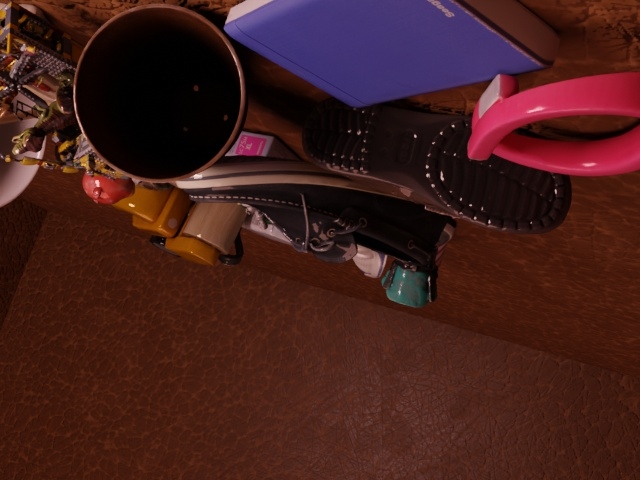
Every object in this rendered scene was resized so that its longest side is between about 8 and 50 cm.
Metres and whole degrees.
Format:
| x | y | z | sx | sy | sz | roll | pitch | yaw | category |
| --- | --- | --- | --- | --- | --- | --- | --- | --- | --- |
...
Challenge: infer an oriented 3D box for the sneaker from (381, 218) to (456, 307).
| x | y | z | sx | sy | sz | roll | pitch | yaw | category |
| --- | --- | --- | --- | --- | --- | --- | --- | --- | --- |
| 0.197 | 0.045 | 1.605 | 0.123 | 0.179 | 0.295 | 16 | 170 | 12 | sneaker |

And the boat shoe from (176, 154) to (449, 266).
| x | y | z | sx | sy | sz | roll | pitch | yaw | category |
| --- | --- | --- | --- | --- | --- | --- | --- | --- | --- |
| 0.006 | -0.043 | 1.234 | 0.499 | 0.156 | 0.186 | 8 | -177 | -34 | boat shoe |

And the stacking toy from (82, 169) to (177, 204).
| x | y | z | sx | sy | sz | roll | pitch | yaw | category |
| --- | --- | --- | --- | --- | --- | --- | --- | --- | --- |
| -0.343 | -0.123 | 1.467 | 0.279 | 0.131 | 0.309 | 22 | 170 | -1 | stacking toy |

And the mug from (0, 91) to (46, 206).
| x | y | z | sx | sy | sz | roll | pitch | yaw | category |
| --- | --- | --- | --- | --- | --- | --- | --- | --- | --- |
| -0.754 | -0.244 | 1.612 | 0.328 | 0.276 | 0.374 | 19 | -158 | 26 | mug |

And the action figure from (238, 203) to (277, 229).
| x | y | z | sx | sy | sz | roll | pitch | yaw | category |
| --- | --- | --- | --- | --- | --- | --- | --- | --- | --- |
| -0.115 | -0.063 | 1.552 | 0.232 | 0.063 | 0.137 | 34 | -171 | -41 | action figure |

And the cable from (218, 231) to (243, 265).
| x | y | z | sx | sy | sz | roll | pitch | yaw | category |
| --- | --- | --- | --- | --- | --- | --- | --- | --- | --- |
| -0.232 | -0.020 | 1.980 | 0.139 | 0.072 | 0.287 | 13 | -143 | -30 | cable |

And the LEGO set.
| x | y | z | sx | sy | sz | roll | pitch | yaw | category |
| --- | --- | --- | --- | --- | --- | --- | --- | --- | --- |
| -0.391 | -0.166 | 1.103 | 0.254 | 0.192 | 0.331 | -20 | 151 | 23 | LEGO set |

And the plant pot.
| x | y | z | sx | sy | sz | roll | pitch | yaw | category |
| --- | --- | --- | --- | --- | --- | --- | --- | --- | --- |
| -0.186 | -0.185 | 1.051 | 0.215 | 0.216 | 0.230 | 17 | -175 | 4 | plant pot |

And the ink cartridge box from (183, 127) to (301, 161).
| x | y | z | sx | sy | sz | roll | pitch | yaw | category |
| --- | --- | --- | --- | --- | --- | --- | --- | --- | --- |
| -0.187 | -0.165 | 1.496 | 0.311 | 0.065 | 0.186 | 11 | 168 | 26 | ink cartridge box |

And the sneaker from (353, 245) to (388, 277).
| x | y | z | sx | sy | sz | roll | pitch | yaw | category |
| --- | --- | --- | --- | --- | --- | --- | --- | --- | --- |
| 0.068 | -0.035 | 1.620 | 0.182 | 0.128 | 0.315 | 21 | 165 | 10 | sneaker |

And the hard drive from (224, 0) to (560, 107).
| x | y | z | sx | sy | sz | roll | pitch | yaw | category |
| --- | --- | --- | --- | --- | --- | --- | --- | --- | --- |
| 0.058 | -0.218 | 0.817 | 0.210 | 0.040 | 0.318 | 24 | 169 | -30 | hard drive |

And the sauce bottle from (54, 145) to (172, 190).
| x | y | z | sx | sy | sz | roll | pitch | yaw | category |
| --- | --- | --- | --- | --- | --- | --- | --- | --- | --- |
| -0.471 | -0.187 | 1.760 | 0.344 | 0.112 | 0.111 | 14 | 169 | 34 | sauce bottle |

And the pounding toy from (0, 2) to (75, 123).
| x | y | z | sx | sy | sz | roll | pitch | yaw | category |
| --- | --- | --- | --- | --- | --- | --- | --- | --- | --- |
| -0.436 | -0.242 | 1.234 | 0.154 | 0.155 | 0.269 | 17 | 167 | 12 | pounding toy |

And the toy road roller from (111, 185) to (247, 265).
| x | y | z | sx | sy | sz | roll | pitch | yaw | category |
| --- | --- | --- | --- | --- | --- | --- | --- | --- | --- |
| -0.344 | -0.085 | 1.825 | 0.240 | 0.203 | 0.329 | 33 | 165 | -34 | toy road roller |

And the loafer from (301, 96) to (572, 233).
| x | y | z | sx | sy | sz | roll | pitch | yaw | category |
| --- | --- | --- | --- | --- | --- | --- | --- | --- | --- |
| 0.160 | -0.108 | 1.056 | 0.365 | 0.134 | 0.130 | 21 | -179 | 11 | loafer |

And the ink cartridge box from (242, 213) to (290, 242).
| x | y | z | sx | sy | sz | roll | pitch | yaw | category |
| --- | --- | --- | --- | --- | --- | --- | --- | --- | --- |
| 0.000 | 0.000 | 1.885 | 0.384 | 0.091 | 0.308 | 24 | 175 | -24 | ink cartridge box |

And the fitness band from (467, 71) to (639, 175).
| x | y | z | sx | sy | sz | roll | pitch | yaw | category |
| --- | --- | --- | --- | --- | --- | --- | --- | --- | --- |
| 0.272 | -0.118 | 0.827 | 0.208 | 0.054 | 0.291 | 7 | 174 | 2 | fitness band |
